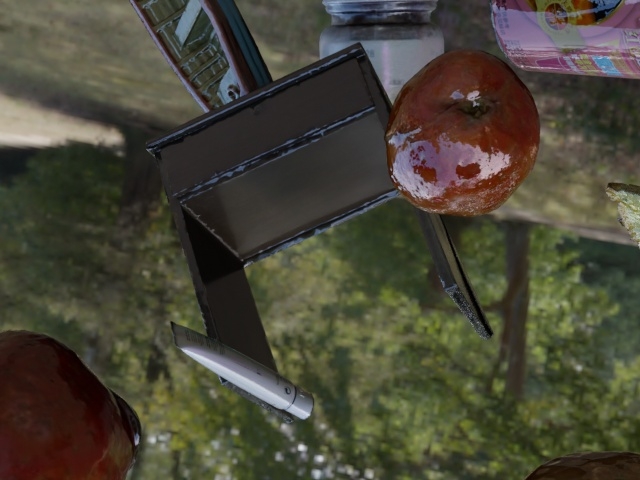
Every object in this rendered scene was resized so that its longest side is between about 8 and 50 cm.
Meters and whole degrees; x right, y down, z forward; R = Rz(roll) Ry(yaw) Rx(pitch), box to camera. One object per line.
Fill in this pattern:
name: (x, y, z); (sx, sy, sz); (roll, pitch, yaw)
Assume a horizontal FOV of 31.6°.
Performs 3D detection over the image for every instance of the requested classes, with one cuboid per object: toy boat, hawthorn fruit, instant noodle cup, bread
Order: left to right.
hawthorn fruit: (-0.263, 0.185, 0.870); (0.215, 0.215, 0.249); (10, -153, 1)
toy boat: (-0.174, -0.299, 1.279); (0.079, 0.392, 0.136); (-25, 167, -33)
hawthorn fruit: (0.103, -0.079, 0.812); (0.128, 0.128, 0.128); (10, 179, 0)
instant noodle cup: (0.346, -0.283, 1.321); (0.255, 0.243, 0.244); (4, 175, 41)
bread: (0.339, -0.009, 1.140); (0.109, 0.080, 0.084); (10, -172, -37)

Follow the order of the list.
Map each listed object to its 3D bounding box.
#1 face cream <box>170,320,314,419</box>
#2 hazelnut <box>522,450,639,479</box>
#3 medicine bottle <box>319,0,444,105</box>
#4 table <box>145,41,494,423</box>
face cream: (-0.054, 0.088, 0.772); (0.115, 0.020, 0.038); (33, -168, -22)
hazelnut: (0.162, 0.194, 0.623); (0.150, 0.150, 0.150); (10, 179, 0)
medicine bottle: (0.080, -0.239, 1.483); (0.165, 0.273, 0.165); (-3, -169, 1)
table: (0.000, 0.000, 1.168); (0.251, 0.282, 0.196); (-23, 154, 8)
